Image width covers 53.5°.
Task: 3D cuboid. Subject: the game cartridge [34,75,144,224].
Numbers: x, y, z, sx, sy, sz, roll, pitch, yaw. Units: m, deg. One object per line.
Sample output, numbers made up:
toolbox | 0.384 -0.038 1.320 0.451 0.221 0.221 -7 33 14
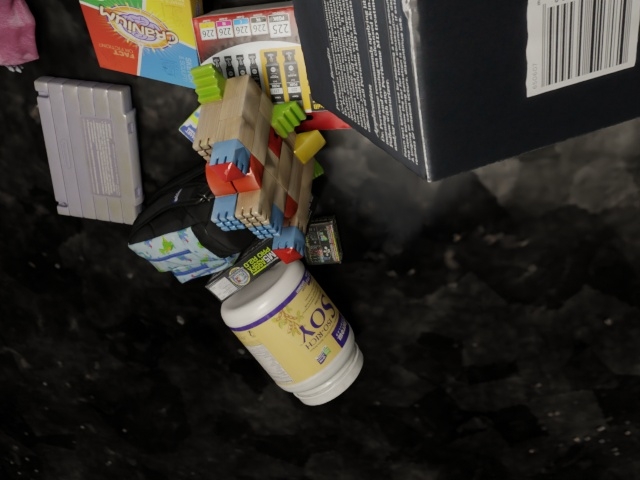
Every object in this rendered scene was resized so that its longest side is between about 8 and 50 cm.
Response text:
game cartridge | -0.554 -0.214 1.554 0.230 0.068 0.354 6 121 4

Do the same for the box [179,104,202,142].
box | -0.241 -0.268 1.463 0.178 0.042 0.109 -38 106 27

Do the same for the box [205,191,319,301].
box | -0.134 0.005 1.500 0.270 0.216 0.060 -35 108 26

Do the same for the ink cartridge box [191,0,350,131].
ink cartridge box | -0.069 -0.333 1.278 0.310 0.130 0.271 -1 116 15

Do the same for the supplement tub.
supplement tub | -0.065 0.229 1.604 0.241 0.241 0.331 -27 112 25

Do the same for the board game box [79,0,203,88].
board game box | -0.357 -0.461 1.280 0.242 0.064 0.316 13 150 4

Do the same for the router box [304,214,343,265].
router box | 0.000 0.000 1.573 0.092 0.038 0.122 -4 120 15

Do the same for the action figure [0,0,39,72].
action figure | -0.679 -0.553 1.334 0.276 0.248 0.370 42 125 18

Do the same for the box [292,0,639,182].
box | 0.252 -0.352 0.962 0.480 0.471 0.297 -18 121 -12

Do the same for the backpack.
backpack | -0.290 -0.043 1.472 0.356 0.290 0.273 -10 137 29

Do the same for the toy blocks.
toy blocks | -0.125 -0.120 1.225 0.191 0.260 0.381 -6 151 24
